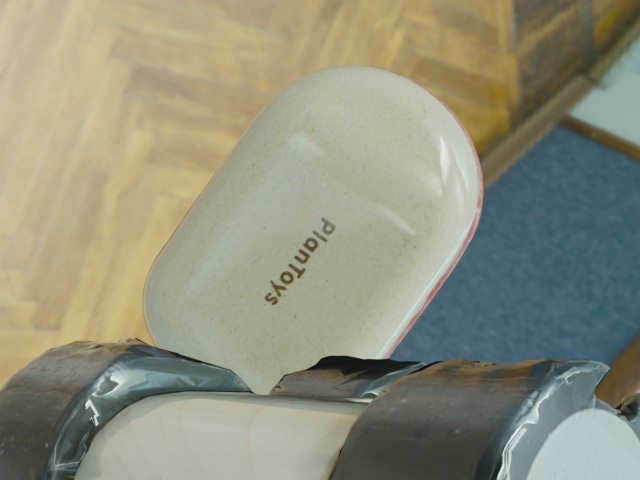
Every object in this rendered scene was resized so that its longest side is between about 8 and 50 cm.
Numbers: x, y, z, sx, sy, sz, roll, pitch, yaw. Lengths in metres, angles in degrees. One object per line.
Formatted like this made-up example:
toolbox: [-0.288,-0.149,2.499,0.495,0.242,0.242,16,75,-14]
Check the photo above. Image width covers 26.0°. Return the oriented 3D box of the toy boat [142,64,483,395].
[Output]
toy boat: [0.000,0.000,0.874,0.231,0.151,0.151,-54,180,5]

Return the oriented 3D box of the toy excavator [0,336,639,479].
toy excavator: [-0.022,0.253,0.418,0.433,0.222,0.445,10,81,-49]
